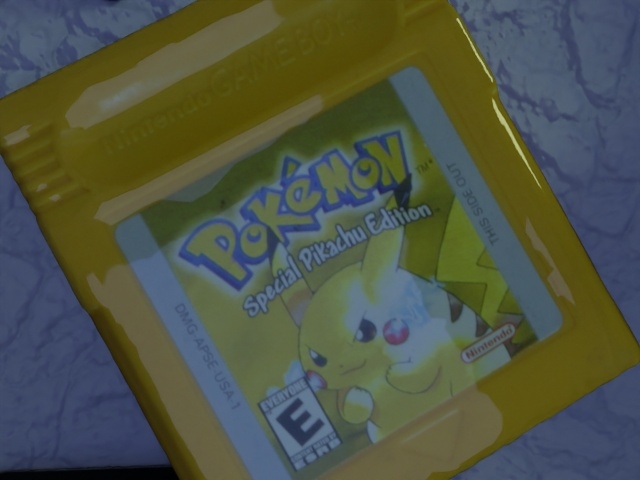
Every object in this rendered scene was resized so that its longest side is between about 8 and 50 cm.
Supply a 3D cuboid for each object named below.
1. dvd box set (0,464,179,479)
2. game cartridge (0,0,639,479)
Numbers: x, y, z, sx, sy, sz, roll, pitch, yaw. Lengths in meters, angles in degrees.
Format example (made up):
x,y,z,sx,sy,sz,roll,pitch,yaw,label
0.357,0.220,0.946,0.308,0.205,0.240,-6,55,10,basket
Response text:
x,y,z,sx,sy,sz,roll,pitch,yaw,label
-0.068,0.363,0.548,0.308,0.062,0.420,-1,96,-6,dvd box set
0.000,0.000,0.487,0.285,0.053,0.323,-29,92,-7,game cartridge
